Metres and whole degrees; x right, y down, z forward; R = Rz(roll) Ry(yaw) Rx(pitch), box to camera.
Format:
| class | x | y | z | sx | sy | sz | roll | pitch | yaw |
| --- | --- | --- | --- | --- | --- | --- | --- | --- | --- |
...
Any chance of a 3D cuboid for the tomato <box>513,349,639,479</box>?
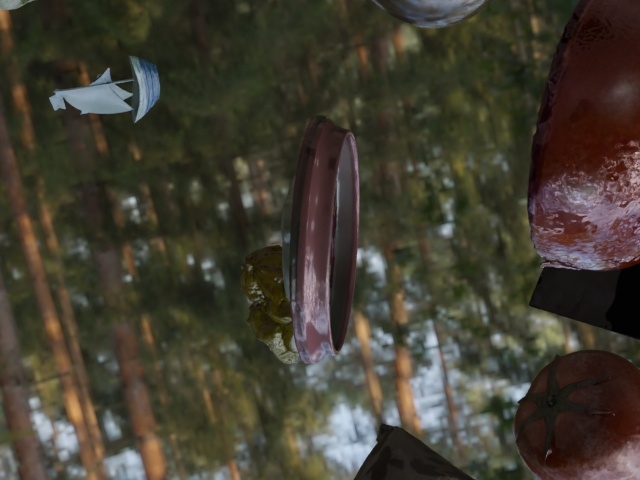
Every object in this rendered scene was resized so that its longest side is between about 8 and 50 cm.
| class | x | y | z | sx | sy | sz | roll | pitch | yaw |
| --- | --- | --- | --- | --- | --- | --- | --- | --- | --- |
| tomato | 0.482 | 0.329 | 2.322 | 0.264 | 0.265 | 0.265 | -13 | -168 | 3 |

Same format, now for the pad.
| class | x | y | z | sx | sy | sz | roll | pitch | yaw |
| --- | --- | --- | --- | --- | --- | --- | --- | --- | --- |
| pad | 0.418 | 0.032 | 1.554 | 0.299 | 0.202 | 0.005 | 17 | 163 | 26 |

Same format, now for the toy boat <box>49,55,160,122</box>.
| class | x | y | z | sx | sy | sz | roll | pitch | yaw |
| --- | --- | --- | --- | --- | --- | --- | --- | --- | --- |
| toy boat | -0.283 | -0.191 | 1.791 | 0.149 | 0.105 | 0.034 | -29 | -132 | 0 |

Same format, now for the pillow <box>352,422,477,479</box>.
| class | x | y | z | sx | sy | sz | roll | pitch | yaw |
| --- | --- | --- | --- | --- | --- | --- | --- | --- | --- |
| pillow | 0.133 | 0.294 | 1.286 | 0.255 | 0.059 | 0.169 | 30 | -117 | 13 |

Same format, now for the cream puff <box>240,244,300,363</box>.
| class | x | y | z | sx | sy | sz | roll | pitch | yaw |
| --- | --- | --- | --- | --- | --- | --- | --- | --- | --- |
| cream puff | -0.036 | 0.061 | 1.513 | 0.116 | 0.146 | 0.146 | 34 | -155 | 8 |

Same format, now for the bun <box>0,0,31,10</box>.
| class | x | y | z | sx | sy | sz | roll | pitch | yaw |
| --- | --- | --- | --- | --- | --- | --- | --- | --- | --- |
| bun | -0.325 | -0.335 | 1.435 | 0.229 | 0.145 | 0.229 | -36 | -157 | 18 |

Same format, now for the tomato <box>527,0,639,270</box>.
| class | x | y | z | sx | sy | sz | roll | pitch | yaw |
| --- | --- | --- | --- | --- | --- | --- | --- | --- | --- |
| tomato | 0.336 | -0.090 | 1.343 | 0.176 | 0.290 | 0.335 | 18 | 166 | 24 |

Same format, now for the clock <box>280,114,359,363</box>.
| class | x | y | z | sx | sy | sz | roll | pitch | yaw |
| --- | --- | --- | --- | --- | --- | --- | --- | --- | --- |
| clock | -0.001 | 0.000 | 1.297 | 0.056 | 0.245 | 0.244 | 4 | -165 | 7 |

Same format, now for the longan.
| class | x | y | z | sx | sy | sz | roll | pitch | yaw |
| --- | --- | --- | --- | --- | --- | --- | --- | --- | --- |
| longan | 0.071 | -0.194 | 0.910 | 0.113 | 0.113 | 0.092 | 4 | -121 | 55 |
